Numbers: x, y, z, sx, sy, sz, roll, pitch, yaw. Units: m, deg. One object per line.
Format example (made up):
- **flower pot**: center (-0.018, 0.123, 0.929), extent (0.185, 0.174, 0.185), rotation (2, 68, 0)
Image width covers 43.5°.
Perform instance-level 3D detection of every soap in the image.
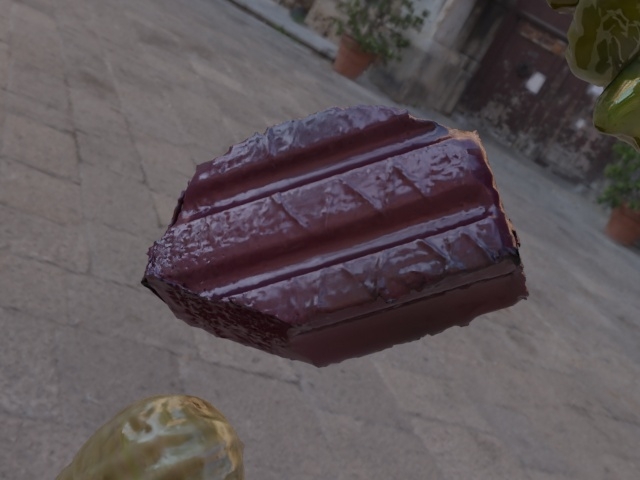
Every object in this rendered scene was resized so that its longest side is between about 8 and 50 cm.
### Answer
- **soap**: center (0.000, 0.000, 0.642), extent (0.112, 0.289, 0.182), rotation (64, 11, -56)

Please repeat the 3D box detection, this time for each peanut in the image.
- **peanut**: center (-0.171, 0.246, 0.721), extent (0.153, 0.325, 0.140), rotation (-26, 70, -45)

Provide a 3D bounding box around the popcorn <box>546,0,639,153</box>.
- **popcorn**: center (0.290, -0.154, 0.488), extent (0.312, 0.312, 0.312), rotation (27, 16, -8)
